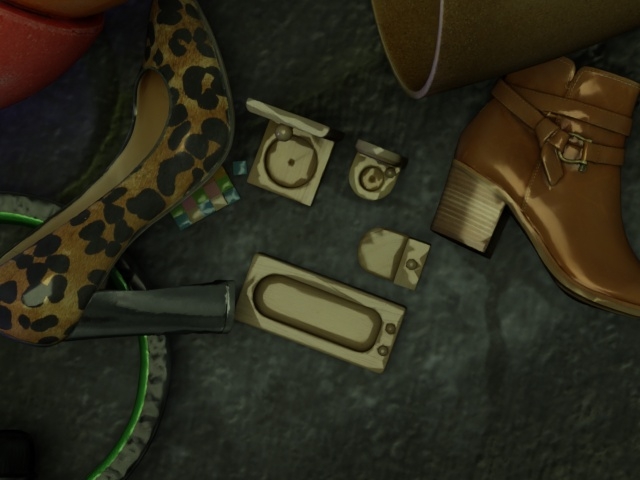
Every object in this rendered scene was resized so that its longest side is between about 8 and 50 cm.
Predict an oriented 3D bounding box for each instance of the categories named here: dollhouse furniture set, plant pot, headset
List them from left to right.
[{"bbox_3d":[-0.290,0.122,1.231,0.394,0.185,0.243,-30,88,-6],"label":"headset"},{"bbox_3d":[0.000,0.000,1.232,0.144,0.123,0.151,21,93,5],"label":"dollhouse furniture set"},{"bbox_3d":[0.169,-0.223,1.177,0.254,0.237,0.237,-7,91,-9],"label":"plant pot"}]

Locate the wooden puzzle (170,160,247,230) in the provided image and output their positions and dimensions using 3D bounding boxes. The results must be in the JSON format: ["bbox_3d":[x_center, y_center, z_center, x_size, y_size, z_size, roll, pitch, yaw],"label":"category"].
[{"bbox_3d":[-0.091,-0.040,1.298,0.083,0.006,0.049,-29,89,5],"label":"wooden puzzle"}]

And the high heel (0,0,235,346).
[{"bbox_3d":[-0.155,-0.060,1.221,0.186,0.093,0.261,-1,81,-21],"label":"high heel"}]

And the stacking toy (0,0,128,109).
[{"bbox_3d":[-0.289,-0.144,1.184,0.350,0.350,0.480,34,106,4],"label":"stacking toy"}]

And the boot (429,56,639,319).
[{"bbox_3d":[0.189,-0.037,1.242,0.197,0.073,0.152,26,89,2],"label":"boot"}]
